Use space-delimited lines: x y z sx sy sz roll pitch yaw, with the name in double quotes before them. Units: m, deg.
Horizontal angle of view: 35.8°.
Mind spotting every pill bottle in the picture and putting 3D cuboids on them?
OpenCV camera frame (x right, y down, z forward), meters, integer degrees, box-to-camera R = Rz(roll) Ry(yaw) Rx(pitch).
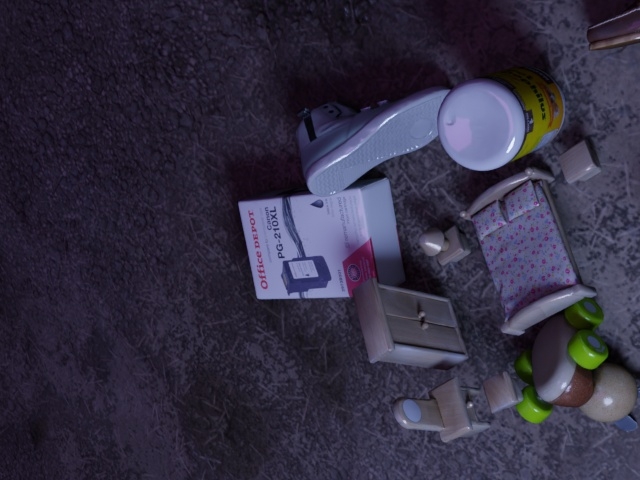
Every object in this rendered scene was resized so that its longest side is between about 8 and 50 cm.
"pill bottle" 0.249 -0.167 1.309 0.117 0.215 0.117 10 110 30

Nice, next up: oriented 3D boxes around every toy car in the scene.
"toy car" 0.395 0.198 1.404 0.188 0.149 0.155 28 126 -9

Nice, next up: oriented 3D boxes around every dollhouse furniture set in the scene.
"dollhouse furniture set" 0.233 0.066 1.339 0.355 0.174 0.303 -37 55 37

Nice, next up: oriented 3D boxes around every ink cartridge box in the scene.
"ink cartridge box" 0.000 0.000 1.589 0.237 0.100 0.172 -4 101 33

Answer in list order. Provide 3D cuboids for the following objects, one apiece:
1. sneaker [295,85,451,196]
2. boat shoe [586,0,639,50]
"sneaker" 0.072 -0.188 1.491 0.256 0.094 0.151 -29 48 10
"boat shoe" 0.435 -0.292 1.243 0.207 0.073 0.073 -11 96 27
